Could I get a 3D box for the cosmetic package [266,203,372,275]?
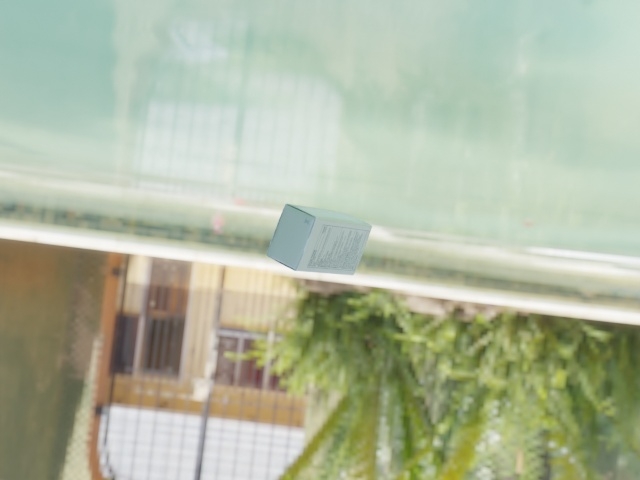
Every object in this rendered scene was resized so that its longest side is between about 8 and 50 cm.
[{"bbox_3d":[0.000,0.000,1.369,0.041,0.060,0.115,26,-172,30],"label":"cosmetic package"}]
